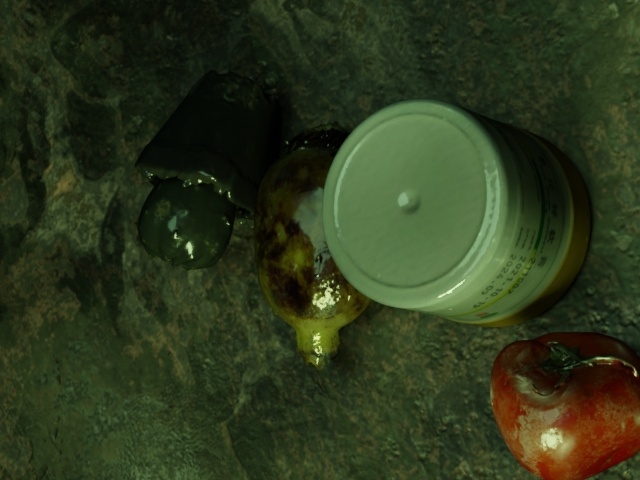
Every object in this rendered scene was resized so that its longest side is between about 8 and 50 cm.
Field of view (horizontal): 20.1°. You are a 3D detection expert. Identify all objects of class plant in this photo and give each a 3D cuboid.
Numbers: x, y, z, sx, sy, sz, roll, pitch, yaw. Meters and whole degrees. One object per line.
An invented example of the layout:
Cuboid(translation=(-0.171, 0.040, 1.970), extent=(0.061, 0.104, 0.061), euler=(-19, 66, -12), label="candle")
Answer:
Cuboid(translation=(-0.140, -0.084, 2.292), extent=(0.142, 0.164, 0.256), euler=(15, 80, 33), label="plant")

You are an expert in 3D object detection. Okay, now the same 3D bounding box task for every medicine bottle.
Cuboid(translation=(0.156, -0.028, 2.049), extent=(0.238, 0.232, 0.238), euler=(-5, 81, 31), label="medicine bottle")

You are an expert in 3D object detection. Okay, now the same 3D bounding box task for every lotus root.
Cuboid(translation=(0.000, 0.000, 2.197), extent=(0.169, 0.141, 0.314), euler=(-5, 81, 36), label="lotus root")

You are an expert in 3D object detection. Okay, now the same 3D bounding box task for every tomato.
Cuboid(translation=(0.278, 0.180, 1.997), extent=(0.187, 0.151, 0.187), euler=(-13, 37, 10), label="tomato")
